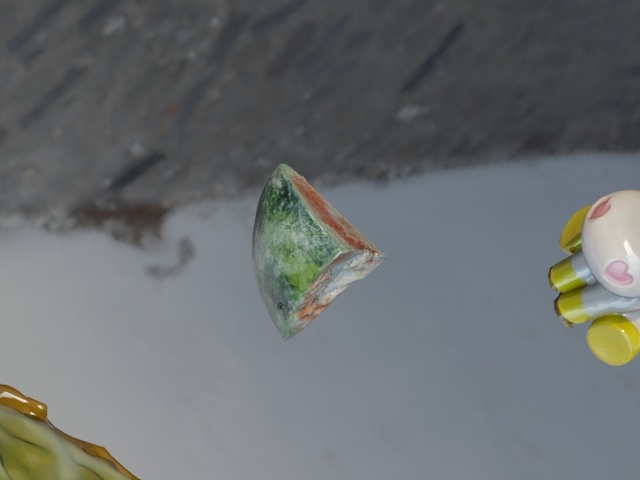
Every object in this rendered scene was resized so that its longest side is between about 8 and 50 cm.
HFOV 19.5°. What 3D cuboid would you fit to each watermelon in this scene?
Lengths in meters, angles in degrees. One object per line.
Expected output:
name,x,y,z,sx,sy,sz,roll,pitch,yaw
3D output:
watermelon,0.000,0.000,0.860,0.061,0.085,0.085,7,138,-16

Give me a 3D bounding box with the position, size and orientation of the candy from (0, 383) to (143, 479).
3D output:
candy,-0.128,0.144,0.720,0.118,0.260,0.260,-55,153,8

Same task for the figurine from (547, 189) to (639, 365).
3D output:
figurine,0.221,0.004,1.179,0.129,0.109,0.178,-2,153,-9
